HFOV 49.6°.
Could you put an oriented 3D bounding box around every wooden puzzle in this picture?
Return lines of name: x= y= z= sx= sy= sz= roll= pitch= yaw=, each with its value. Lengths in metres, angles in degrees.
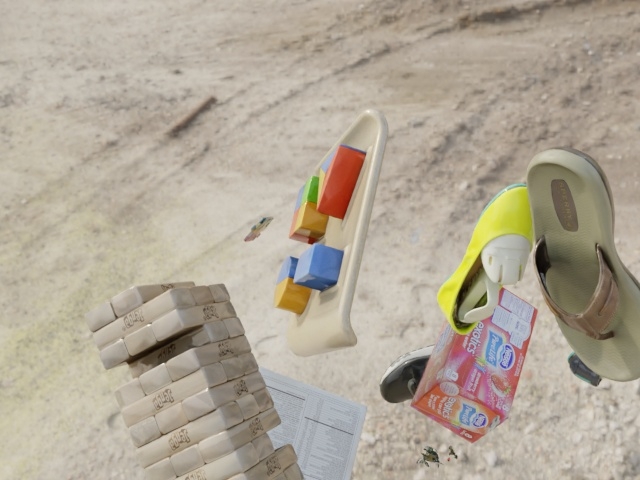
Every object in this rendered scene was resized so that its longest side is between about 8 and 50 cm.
wooden puzzle: x=-0.099 y=-0.019 z=1.121 sx=0.006 sy=0.049 sz=0.083 roll=43 pitch=13 yaw=7
wooden puzzle: x=0.000 y=0.000 z=1.102 sx=0.080 sy=0.322 sz=0.348 roll=12 pitch=75 yaw=-14

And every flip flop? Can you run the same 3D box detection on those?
flip flop: x=0.274 y=0.037 z=0.734 sx=0.112 sy=0.277 sz=0.080 roll=2 pitch=32 yaw=46

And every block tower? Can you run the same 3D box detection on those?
block tower: x=-0.078 y=0.192 z=0.567 sx=0.090 sy=0.336 sz=0.097 roll=-29 pitch=-10 yaw=20

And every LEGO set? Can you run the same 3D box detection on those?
LEGO set: x=0.223 y=0.411 z=1.331 sx=0.083 sy=0.054 sz=0.023 roll=-7 pitch=25 yaw=19

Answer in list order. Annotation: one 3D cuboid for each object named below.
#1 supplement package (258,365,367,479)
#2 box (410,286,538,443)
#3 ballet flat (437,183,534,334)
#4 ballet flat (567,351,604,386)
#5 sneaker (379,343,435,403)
supplement package: x=-0.078 y=0.372 z=1.115 sx=0.198 sy=0.199 sz=0.263 roll=23 pitch=64 yaw=-12
box: x=0.272 y=0.202 z=1.210 sx=0.128 sy=0.123 sz=0.257 roll=31 pitch=47 yaw=1
ballet flat: x=0.207 y=0.036 z=0.834 sx=0.077 sy=0.231 sz=0.077 roll=8 pitch=49 yaw=-13
ballet flat: x=0.472 y=0.151 z=1.047 sx=0.203 sy=0.074 sz=0.074 roll=-36 pitch=38 yaw=-2
sneaker: x=0.248 y=0.278 z=1.387 sx=0.283 sy=0.107 sz=0.124 roll=-29 pitch=39 yaw=17
